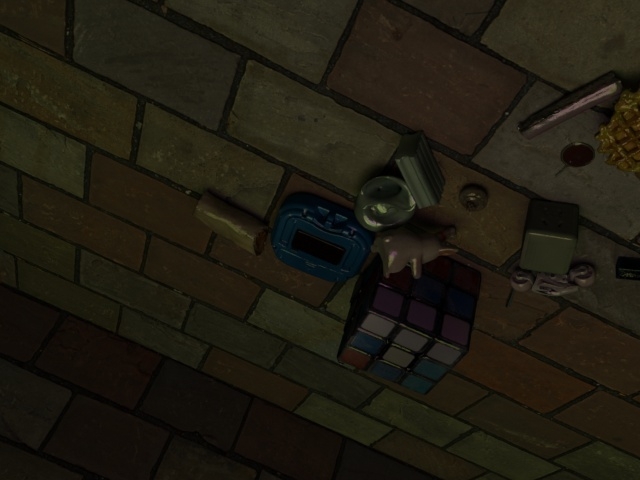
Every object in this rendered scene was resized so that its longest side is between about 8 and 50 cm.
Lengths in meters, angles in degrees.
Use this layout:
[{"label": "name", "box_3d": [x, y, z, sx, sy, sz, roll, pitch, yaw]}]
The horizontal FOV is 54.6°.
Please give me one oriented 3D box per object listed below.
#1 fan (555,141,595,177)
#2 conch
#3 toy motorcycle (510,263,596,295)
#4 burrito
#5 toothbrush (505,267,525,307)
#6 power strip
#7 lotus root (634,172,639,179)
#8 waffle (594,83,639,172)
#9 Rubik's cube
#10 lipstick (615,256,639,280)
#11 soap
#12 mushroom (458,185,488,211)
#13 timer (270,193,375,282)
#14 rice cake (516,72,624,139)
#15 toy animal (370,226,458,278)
[{"label": "fan", "box_3d": [0.670, -0.211, 1.654, 0.085, 0.005, 0.133, 25, 140, -5]}, {"label": "conch", "box_3d": [0.199, -0.120, 1.876, 0.221, 0.121, 0.185, -26, 126, 36]}, {"label": "toy motorcycle", "box_3d": [0.723, 0.129, 1.931, 0.254, 0.112, 0.112, -7, 133, 23]}, {"label": "burrito", "box_3d": [-0.307, -0.056, 2.191, 0.299, 0.105, 0.143, 31, 149, -14]}, {"label": "toothbrush", "box_3d": [0.652, 0.156, 2.074, 0.019, 0.016, 0.219, 6, 138, 5]}, {"label": "power strip", "box_3d": [0.660, 0.010, 1.807, 0.139, 0.140, 0.224, 8, 140, 15]}, {"label": "lotus root", "box_3d": [0.862, -0.166, 1.574, 0.150, 0.062, 0.073, 23, 141, 0]}, {"label": "waffle", "box_3d": [0.799, -0.265, 1.453, 0.281, 0.060, 0.262, 8, 138, 7]}, {"label": "Rubik's cube", "box_3d": [0.295, 0.252, 2.074, 0.362, 0.359, 0.363, 27, 141, -3]}, {"label": "lipstick", "box_3d": [1.034, 0.096, 1.807, 0.312, 0.051, 0.051, 6, 137, 17]}, {"label": "soap", "box_3d": [0.284, -0.195, 1.754, 0.066, 0.119, 0.198, -6, 134, 32]}, {"label": "mushroom", "box_3d": [0.444, -0.112, 1.808, 0.085, 0.079, 0.085, 11, 137, 10]}, {"label": "timer", "box_3d": [0.000, 0.000, 2.111, 0.340, 0.115, 0.309, 22, 138, -1]}, {"label": "rice cake", "box_3d": [0.608, -0.322, 1.520, 0.055, 0.049, 0.270, 30, 141, -32]}, {"label": "toy animal", "box_3d": [0.298, 0.033, 1.902, 0.282, 0.140, 0.138, 2, 129, -24]}]
